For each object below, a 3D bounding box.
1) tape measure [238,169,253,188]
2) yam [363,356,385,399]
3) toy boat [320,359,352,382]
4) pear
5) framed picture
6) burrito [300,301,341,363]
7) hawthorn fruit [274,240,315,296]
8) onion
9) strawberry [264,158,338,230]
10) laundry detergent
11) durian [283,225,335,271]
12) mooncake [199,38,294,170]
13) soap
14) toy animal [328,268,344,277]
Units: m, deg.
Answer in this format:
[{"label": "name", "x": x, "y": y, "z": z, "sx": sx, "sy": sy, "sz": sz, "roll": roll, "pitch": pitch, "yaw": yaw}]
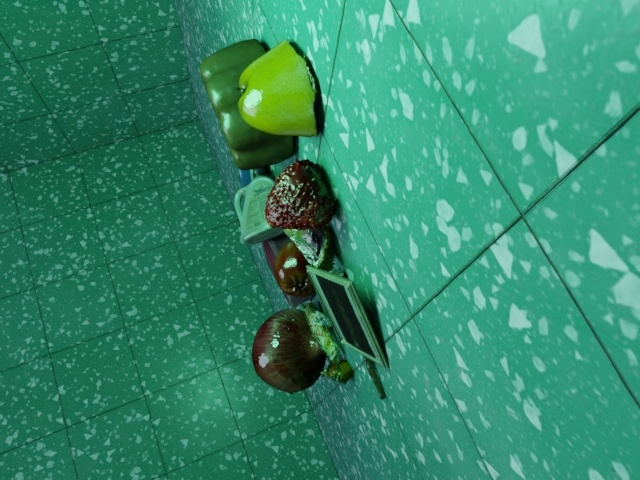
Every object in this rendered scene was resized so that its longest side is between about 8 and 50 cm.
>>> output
[{"label": "tape measure", "x": -0.277, "y": -0.259, "z": 2.058, "sx": 0.351, "sy": 0.097, "sz": 0.215, "roll": 81, "pitch": 180, "yaw": -49}, {"label": "yam", "x": 0.145, "y": 0.365, "z": 1.478, "sx": 0.029, "sy": 0.027, "sz": 0.234, "roll": -22, "pitch": -88, "yaw": -69}, {"label": "toy boat", "x": 0.060, "y": 0.495, "z": 1.856, "sx": 0.229, "sy": 0.088, "sz": 0.089, "roll": 136, "pitch": 113, "yaw": -74}, {"label": "pear", "x": -0.120, "y": -0.352, "z": 1.238, "sx": 0.267, "sy": 0.178, "sz": 0.267, "roll": 158, "pitch": 90, "yaw": -80}, {"label": "framed picture", "x": 0.070, "y": 0.211, "z": 1.382, "sx": 0.231, "sy": 0.018, "sz": 0.293, "roll": 15, "pitch": 134, "yaw": 57}, {"label": "burrito", "x": 0.008, "y": 0.328, "z": 1.872, "sx": 0.288, "sy": 0.054, "sz": 0.104, "roll": 55, "pitch": 131, "yaw": 41}, {"label": "hawthorn fruit", "x": -0.071, "y": 0.079, "z": 1.646, "sx": 0.179, "sy": 0.179, "sz": 0.200, "roll": 86, "pitch": 172, "yaw": -47}, {"label": "onion", "x": -0.120, "y": 0.451, "z": 2.038, "sx": 0.353, "sy": 0.353, "sz": 0.354, "roll": 161, "pitch": 90, "yaw": -76}, {"label": "strawberry", "x": -0.062, "y": -0.105, "z": 1.315, "sx": 0.187, "sy": 0.201, "sz": 0.184, "roll": 57, "pitch": -168, "yaw": -27}, {"label": "laundry detergent", "x": -0.228, "y": -0.145, "z": 1.855, "sx": 0.105, "sy": 0.214, "sz": 0.281, "roll": 24, "pitch": -132, "yaw": -62}, {"label": "durian", "x": 0.001, "y": -0.003, "z": 1.457, "sx": 0.187, "sy": 0.119, "sz": 0.108, "roll": 48, "pitch": 118, "yaw": 29}, {"label": "mooncake", "x": -0.229, "y": -0.398, "z": 1.515, "sx": 0.378, "sy": 0.200, "sz": 0.379, "roll": 161, "pitch": 90, "yaw": -80}, {"label": "soap", "x": -0.130, "y": 0.069, "z": 1.938, "sx": 0.359, "sy": 0.128, "sz": 0.233, "roll": -128, "pitch": 23, "yaw": -56}, {"label": "toy animal", "x": 0.040, "y": 0.127, "z": 1.480, "sx": 0.071, "sy": 0.085, "sz": 0.124, "roll": 54, "pitch": 173, "yaw": -6}]
